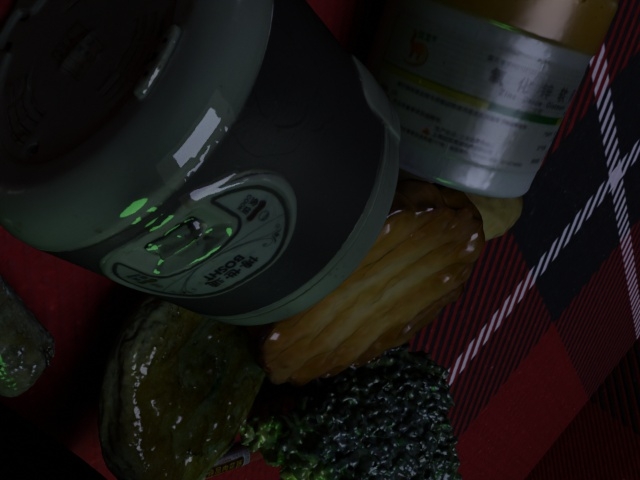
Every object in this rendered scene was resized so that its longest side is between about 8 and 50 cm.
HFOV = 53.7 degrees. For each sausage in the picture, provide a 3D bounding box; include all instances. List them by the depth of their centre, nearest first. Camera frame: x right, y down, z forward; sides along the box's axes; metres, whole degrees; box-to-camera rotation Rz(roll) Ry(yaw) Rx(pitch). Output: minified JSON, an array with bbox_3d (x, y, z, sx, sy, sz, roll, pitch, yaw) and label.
[{"bbox_3d":[-0.161,0.342,0.967,0.253,0.034,0.034,-5,122,-43],"label":"sausage"}]

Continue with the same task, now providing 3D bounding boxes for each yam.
[{"bbox_3d":[-0.312,0.066,0.576,0.078,0.078,0.179,-34,135,-21],"label":"yam"}]

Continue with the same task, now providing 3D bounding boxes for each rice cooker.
[{"bbox_3d":[-0.097,-0.080,0.521,0.288,0.288,0.277,-52,142,0],"label":"rice cooker"}]

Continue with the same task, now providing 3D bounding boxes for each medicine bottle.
[{"bbox_3d":[0.172,-0.197,0.719,0.237,0.238,0.232,-5,122,-43],"label":"medicine bottle"}]

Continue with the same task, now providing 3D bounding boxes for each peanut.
[{"bbox_3d":[0.178,-0.059,0.915,0.318,0.147,0.148,4,116,-44],"label":"peanut"}]

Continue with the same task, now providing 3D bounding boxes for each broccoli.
[{"bbox_3d":[0.062,0.303,0.995,0.348,0.281,0.293,53,51,-15],"label":"broccoli"}]

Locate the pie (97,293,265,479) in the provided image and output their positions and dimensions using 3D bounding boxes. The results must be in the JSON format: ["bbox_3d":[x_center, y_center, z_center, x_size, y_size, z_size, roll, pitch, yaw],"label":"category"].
[{"bbox_3d":[-0.146,0.168,0.733,0.277,0.078,0.277,-18,111,-60],"label":"pie"}]

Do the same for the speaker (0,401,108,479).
[{"bbox_3d":[-0.265,0.317,0.614,0.184,0.388,0.180,-54,144,-26],"label":"speaker"}]

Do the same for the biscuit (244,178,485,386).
[{"bbox_3d":[0.050,0.049,0.769,0.325,0.107,0.326,-25,148,-17],"label":"biscuit"}]
